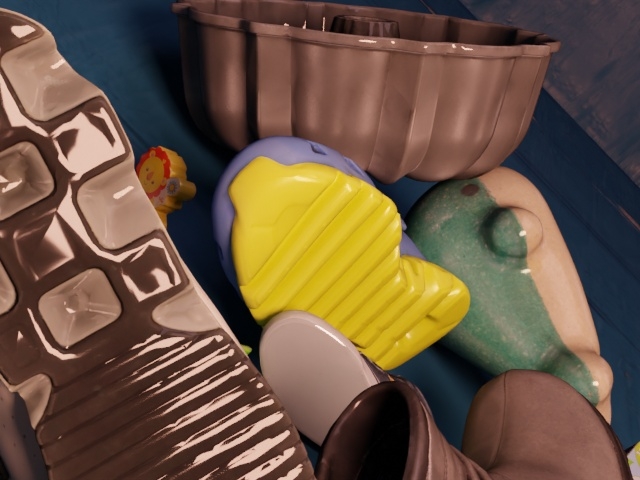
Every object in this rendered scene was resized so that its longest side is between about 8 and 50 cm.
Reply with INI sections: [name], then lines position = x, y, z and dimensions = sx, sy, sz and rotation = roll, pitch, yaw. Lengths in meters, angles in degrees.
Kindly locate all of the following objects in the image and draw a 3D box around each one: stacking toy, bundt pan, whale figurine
[stacking toy]
position = -0.122, 0.010, 0.711
dimensions = 0.167, 0.052, 0.221
rotation = 18, 36, -50
[bundt pan]
position = 0.032, -0.130, 0.991
dimensions = 0.331, 0.124, 0.331
rotation = 6, 15, -2
[whale figurine]
position = 0.151, 0.062, 0.986
dimensions = 0.216, 0.141, 0.272
rotation = 78, -8, -48

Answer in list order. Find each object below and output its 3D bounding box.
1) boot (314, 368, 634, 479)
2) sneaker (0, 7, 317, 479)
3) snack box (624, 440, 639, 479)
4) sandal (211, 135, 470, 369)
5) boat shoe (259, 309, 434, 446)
[boot]
position = 0.091, 0.149, 0.666
dimensions = 0.223, 0.118, 0.338
rotation = 51, 25, -27
[sneaker]
position = -0.101, 0.057, 0.522
dimensions = 0.146, 0.122, 0.330
rotation = 16, -52, 66
[snack box]
position = 0.296, 0.262, 1.011
dimensions = 0.141, 0.037, 0.100
rotation = 49, 47, 7
[sandal]
position = 0.000, 0.000, 0.841
dimensions = 0.138, 0.126, 0.317
rotation = 53, 4, 27
[boat shoe]
position = 0.021, 0.105, 0.790
dimensions = 0.183, 0.065, 0.083
rotation = 52, 14, -22
